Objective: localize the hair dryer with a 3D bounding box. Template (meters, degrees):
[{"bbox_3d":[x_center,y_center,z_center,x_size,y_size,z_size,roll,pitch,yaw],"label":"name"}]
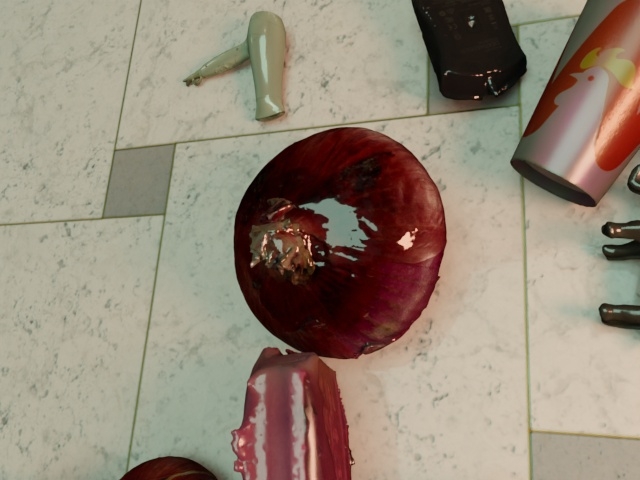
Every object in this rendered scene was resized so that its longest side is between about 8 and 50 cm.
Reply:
[{"bbox_3d":[-0.171,-0.313,1.177,0.237,0.075,0.206,-7,77,27],"label":"hair dryer"}]

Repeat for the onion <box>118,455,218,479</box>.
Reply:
[{"bbox_3d":[-0.240,0.448,0.906,0.248,0.161,0.248,-7,79,40],"label":"onion"}]

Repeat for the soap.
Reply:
[{"bbox_3d":[-0.029,0.311,0.830,0.127,0.220,0.324,-10,69,9],"label":"soap"}]

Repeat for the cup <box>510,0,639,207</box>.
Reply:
[{"bbox_3d":[0.399,-0.203,0.848,0.203,0.203,0.288,32,94,27],"label":"cup"}]

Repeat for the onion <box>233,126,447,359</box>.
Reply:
[{"bbox_3d":[0.000,0.000,0.877,0.348,0.285,0.347,-1,88,31],"label":"onion"}]

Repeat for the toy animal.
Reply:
[{"bbox_3d":[0.449,0.021,0.800,0.146,0.114,0.245,1,95,28],"label":"toy animal"}]

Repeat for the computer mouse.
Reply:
[{"bbox_3d":[0.236,-0.332,0.999,0.147,0.088,0.264,-13,68,-2],"label":"computer mouse"}]
